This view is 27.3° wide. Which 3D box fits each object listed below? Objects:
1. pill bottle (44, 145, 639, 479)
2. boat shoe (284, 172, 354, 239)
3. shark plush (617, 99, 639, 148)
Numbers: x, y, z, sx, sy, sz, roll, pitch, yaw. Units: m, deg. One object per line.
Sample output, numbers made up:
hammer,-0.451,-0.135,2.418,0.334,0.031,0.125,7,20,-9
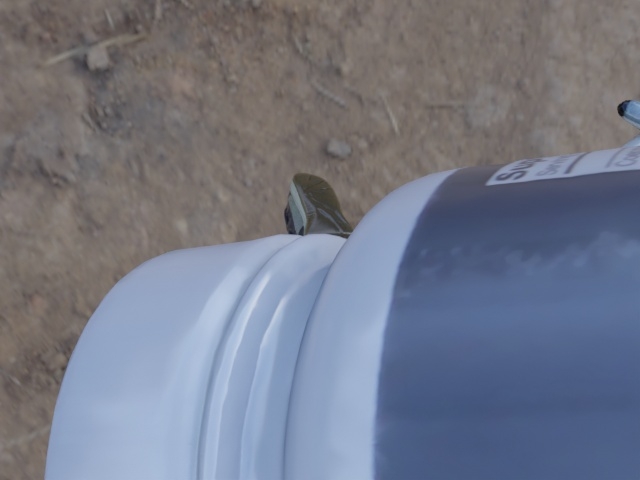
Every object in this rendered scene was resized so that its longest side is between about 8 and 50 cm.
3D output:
pill bottle,0.117,0.071,0.378,0.361,0.204,0.204,-7,61,26
boat shoe,0.000,0.000,1.207,0.056,0.049,0.152,9,38,-18
shark plush,0.264,-0.046,0.908,0.161,0.073,0.067,2,35,-23
